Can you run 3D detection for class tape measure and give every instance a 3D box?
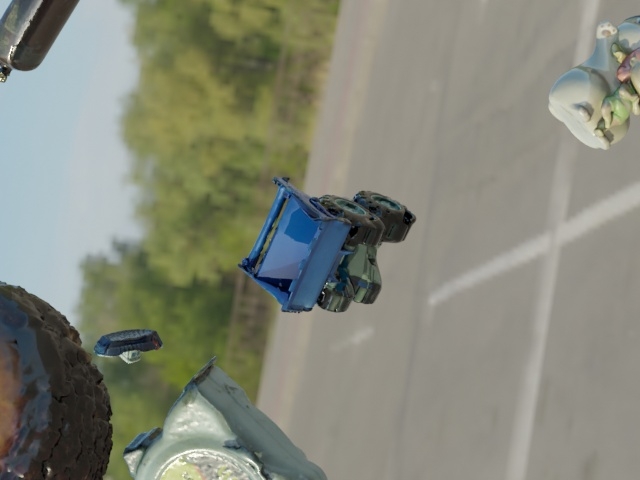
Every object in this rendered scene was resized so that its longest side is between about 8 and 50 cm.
[{"bbox_3d":[-0.017,0.257,1.498,0.164,0.330,0.084,-44,-1,30],"label":"tape measure"}]

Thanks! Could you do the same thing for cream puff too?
[{"bbox_3d":[-0.264,0.144,1.356,0.165,0.239,0.239,48,-133,-62],"label":"cream puff"}]

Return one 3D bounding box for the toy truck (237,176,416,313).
[{"bbox_3d":[0.000,0.000,1.943,0.208,0.126,0.113,-11,-52,-65],"label":"toy truck"}]

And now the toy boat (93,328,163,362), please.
[{"bbox_3d":[-0.208,0.117,2.016,0.038,0.083,0.038,14,107,54],"label":"toy boat"}]

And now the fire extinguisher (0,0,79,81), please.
[{"bbox_3d":[-0.345,-0.284,2.222,0.268,0.089,0.072,-52,22,32],"label":"fire extinguisher"}]

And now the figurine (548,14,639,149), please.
[{"bbox_3d":[0.268,-0.139,1.534,0.098,0.146,0.081,43,172,41],"label":"figurine"}]
